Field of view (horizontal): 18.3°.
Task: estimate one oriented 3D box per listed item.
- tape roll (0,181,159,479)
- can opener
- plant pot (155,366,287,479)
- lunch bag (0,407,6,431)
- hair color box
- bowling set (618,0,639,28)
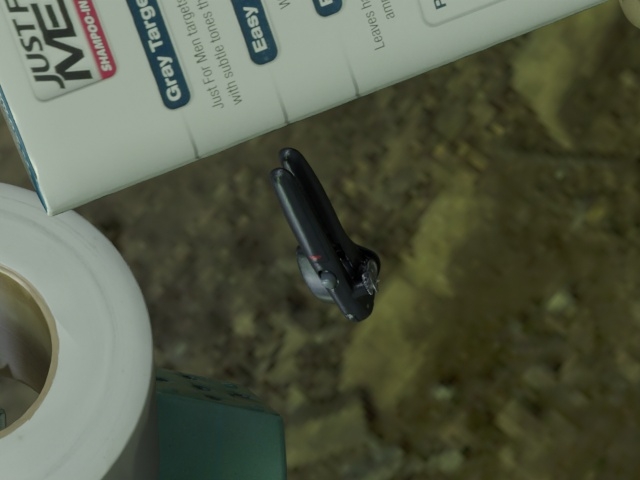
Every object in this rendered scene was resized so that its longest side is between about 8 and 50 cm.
[{"bbox_3d":[-0.223,0.106,1.239,0.246,0.246,0.169,-40,160,-23],"label":"tape roll"},{"bbox_3d":[0.000,0.000,1.659,0.186,0.073,0.059,63,25,-44],"label":"can opener"},{"bbox_3d":[-0.117,0.222,1.496,0.166,0.165,0.234,14,95,-21],"label":"plant pot"},{"bbox_3d":[-0.428,0.164,1.531,0.235,0.169,0.287,-22,137,33],"label":"lunch bag"},{"bbox_3d":[0.000,-0.159,0.925,0.347,0.105,0.173,-22,106,-9],"label":"hair color box"},{"bbox_3d":[0.265,-0.235,1.042,0.154,0.200,0.287,-93,-178,-74],"label":"bowling set"}]
